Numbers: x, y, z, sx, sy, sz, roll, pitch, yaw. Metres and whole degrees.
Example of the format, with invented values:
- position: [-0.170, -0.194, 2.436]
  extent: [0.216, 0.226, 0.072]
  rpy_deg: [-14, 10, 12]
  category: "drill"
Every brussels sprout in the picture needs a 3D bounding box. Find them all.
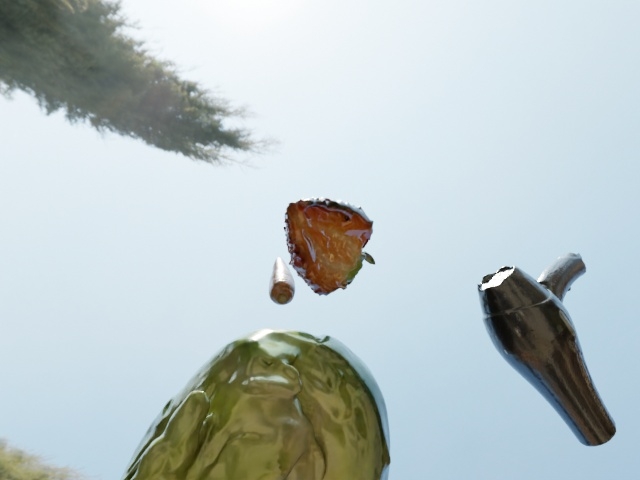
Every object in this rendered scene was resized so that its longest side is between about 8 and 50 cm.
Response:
- position: [-0.072, 0.281, 0.528]
  extent: [0.276, 0.315, 0.371]
  rpy_deg: [30, -126, 2]
  category: "brussels sprout"

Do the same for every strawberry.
- position: [0.002, 0.002, 0.713]
  extent: [0.085, 0.192, 0.140]
  rpy_deg: [21, -72, 43]
  category: "strawberry"

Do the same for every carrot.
- position: [-0.075, 0.065, 0.933]
  extent: [0.048, 0.216, 0.048]
  rpy_deg: [-2, -74, -6]
  category: "carrot"

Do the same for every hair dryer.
- position: [0.320, 0.091, 0.636]
  extent: [0.272, 0.091, 0.235]
  rpy_deg: [-39, -84, -39]
  category: "hair dryer"
